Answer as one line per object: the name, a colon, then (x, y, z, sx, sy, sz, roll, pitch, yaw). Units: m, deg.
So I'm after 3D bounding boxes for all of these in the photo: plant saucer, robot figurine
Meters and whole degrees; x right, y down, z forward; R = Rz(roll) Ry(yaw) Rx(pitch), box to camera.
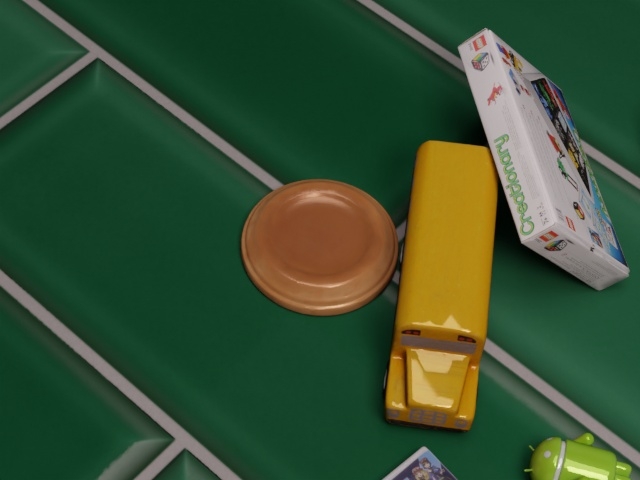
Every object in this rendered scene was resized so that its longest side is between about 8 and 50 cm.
plant saucer: (0.000, 0.000, 1.566, 0.200, 0.037, 0.200, 2, 57, -3)
robot figurine: (0.285, 0.258, 1.393, 0.115, 0.067, 0.101, 15, 30, 7)

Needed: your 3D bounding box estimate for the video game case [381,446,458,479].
video game case: (0.101, 0.348, 1.352, 0.201, 0.023, 0.183, -35, 65, -22)

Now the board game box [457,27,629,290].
board game box: (0.278, -0.102, 1.566, 0.053, 0.193, 0.305, -31, 53, 27)

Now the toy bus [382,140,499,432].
toy bus: (0.146, 0.053, 1.483, 0.108, 0.130, 0.332, 8, 57, 2)
